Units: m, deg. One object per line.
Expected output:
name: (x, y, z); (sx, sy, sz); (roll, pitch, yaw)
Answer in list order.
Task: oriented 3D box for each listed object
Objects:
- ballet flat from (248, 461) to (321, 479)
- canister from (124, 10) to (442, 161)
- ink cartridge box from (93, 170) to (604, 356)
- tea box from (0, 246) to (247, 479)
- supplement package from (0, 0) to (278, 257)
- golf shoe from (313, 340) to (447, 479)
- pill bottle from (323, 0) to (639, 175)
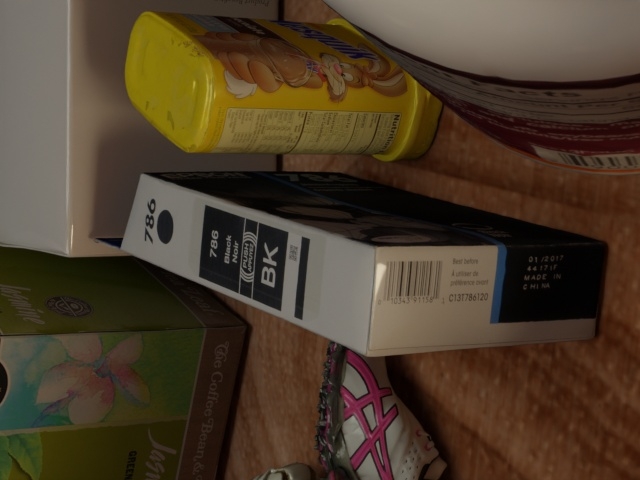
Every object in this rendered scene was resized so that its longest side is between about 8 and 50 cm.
ballet flat: (-0.003, 0.196, 0.947); (0.203, 0.074, 0.074); (24, 111, 47)
canister: (-0.025, -0.100, 0.874); (0.126, 0.170, 0.073); (40, 124, 48)
ink cartridge box: (0.000, 0.000, 0.847); (0.333, 0.165, 0.065); (16, 104, 54)
tea box: (-0.289, 0.106, 1.139); (0.329, 0.324, 0.220); (35, 119, 51)
supplement package: (-0.149, -0.138, 1.050); (0.175, 0.178, 0.292); (6, 96, 56)
golf shoe: (0.038, 0.136, 0.891); (0.067, 0.086, 0.186); (100, 172, -58)
pill bottle: (0.091, -0.150, 0.466); (0.224, 0.392, 0.224); (-1, 86, 15)
